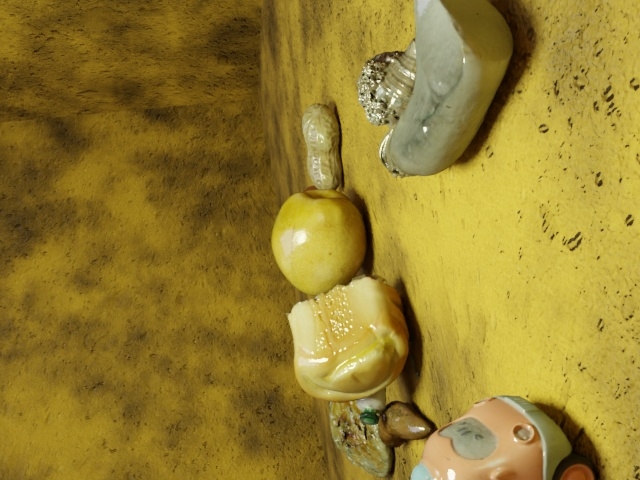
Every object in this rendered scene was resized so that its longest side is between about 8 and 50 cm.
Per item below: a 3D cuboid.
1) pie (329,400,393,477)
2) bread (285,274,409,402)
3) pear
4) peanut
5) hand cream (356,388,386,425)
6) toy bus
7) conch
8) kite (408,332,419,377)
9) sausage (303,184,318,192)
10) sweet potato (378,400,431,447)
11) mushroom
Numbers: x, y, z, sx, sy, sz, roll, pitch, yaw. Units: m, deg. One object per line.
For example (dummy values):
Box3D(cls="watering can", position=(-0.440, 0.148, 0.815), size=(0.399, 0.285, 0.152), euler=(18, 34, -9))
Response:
Box3D(cls="pie", position=(0.128, 0.609, 1.851), size=(0.339, 0.077, 0.339), euler=(33, 130, 48))
Box3D(cls="bread", position=(0.084, 0.257, 1.436), size=(0.211, 0.315, 0.270), euler=(38, -150, -50))
Box3D(cls="pear", position=(0.000, 0.000, 1.708), size=(0.314, 0.314, 0.314), euler=(172, 90, -79))
Box3D(cls="peanut", position=(0.010, -0.297, 1.866), size=(0.136, 0.120, 0.298), euler=(-114, 16, -71))
Box3D(cls="hand cream", position=(0.150, 0.334, 1.541), size=(0.121, 0.076, 0.336), euler=(107, 177, -47))
Box3D(cls="toy bus", position=(0.248, 0.380, 0.823), size=(0.194, 0.232, 0.288), euler=(-147, 48, -80))
Box3D(cls="conch", position=(0.162, -0.296, 1.105), size=(0.178, 0.163, 0.245), euler=(47, 152, -4))
Box3D(cls="kite", position=(0.225, 0.279, 1.454), size=(0.139, 0.011, 0.157), euler=(89, 169, -48))
Box3D(cls="sausage", position=(0.006, -0.115, 2.007), size=(0.258, 0.133, 0.133), euler=(-128, 31, -62))
Box3D(cls="sweet potato", position=(0.209, 0.473, 1.479), size=(0.114, 0.092, 0.341), euler=(52, 160, 16))
Box3D(cls="mushroom", position=(0.185, -0.211, 0.940), size=(0.177, 0.126, 0.397), euler=(60, 161, 26))
